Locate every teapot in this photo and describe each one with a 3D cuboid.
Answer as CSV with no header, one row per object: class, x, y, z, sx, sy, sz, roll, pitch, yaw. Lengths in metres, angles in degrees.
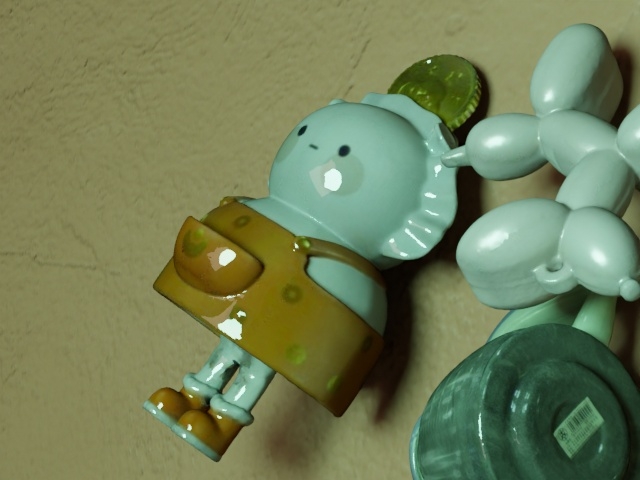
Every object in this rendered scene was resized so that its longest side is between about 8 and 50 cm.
teapot,0.095,0.087,0.864,0.108,0.111,0.149,-25,64,54

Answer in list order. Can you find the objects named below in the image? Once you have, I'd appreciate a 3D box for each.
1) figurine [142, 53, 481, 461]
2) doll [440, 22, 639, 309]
figurine,0.003,0.007,0.988,0.271,0.143,0.143,-43,39,-17
doll,0.130,-0.031,0.855,0.160,0.059,0.161,-41,41,-13
